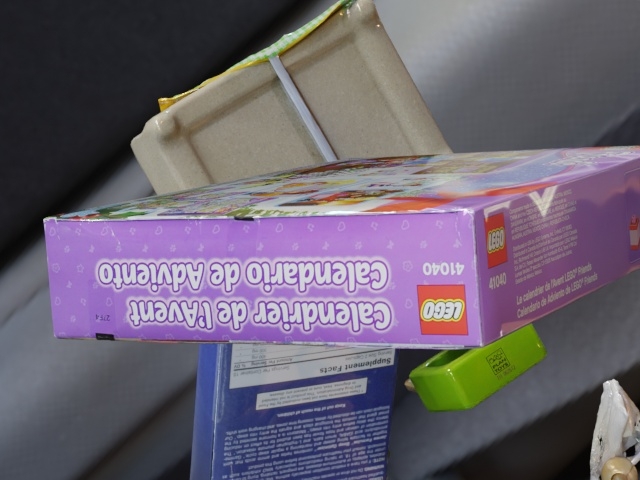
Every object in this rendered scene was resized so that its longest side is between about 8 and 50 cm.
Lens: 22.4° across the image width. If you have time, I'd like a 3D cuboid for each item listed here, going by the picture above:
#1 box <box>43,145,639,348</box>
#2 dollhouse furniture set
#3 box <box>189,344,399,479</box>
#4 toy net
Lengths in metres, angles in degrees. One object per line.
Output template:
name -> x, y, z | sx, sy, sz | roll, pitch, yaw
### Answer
box -> 0.039, -0.004, 0.765 | 0.293, 0.201, 0.057 | -16, 103, -60
dollhouse furniture set -> 0.000, 0.000, 1.189 | 0.301, 0.197, 0.151 | 61, -18, -9
box -> -0.014, 0.091, 1.036 | 0.136, 0.225, 0.036 | -5, 19, -30
toy net -> 0.232, 0.220, 1.248 | 0.045, 0.122, 0.232 | 11, 55, -3
